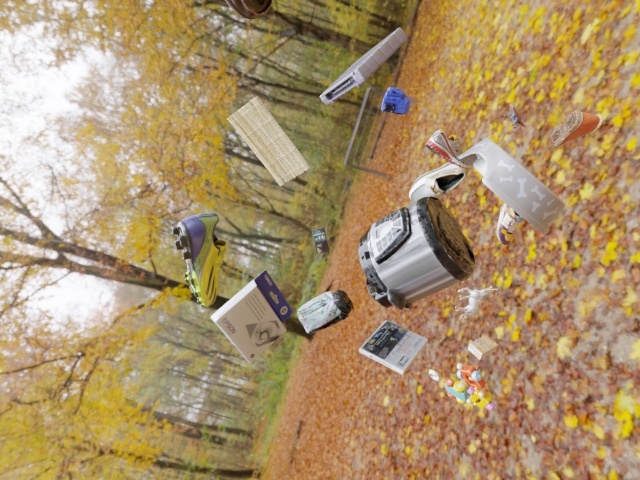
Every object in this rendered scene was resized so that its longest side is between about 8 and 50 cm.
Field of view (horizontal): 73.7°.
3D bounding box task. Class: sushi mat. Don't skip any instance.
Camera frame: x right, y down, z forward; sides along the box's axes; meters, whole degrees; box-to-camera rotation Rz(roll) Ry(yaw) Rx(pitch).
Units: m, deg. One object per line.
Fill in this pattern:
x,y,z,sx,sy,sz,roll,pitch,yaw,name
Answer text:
-0.183,-0.348,1.539,0.151,0.316,0.019,-29,21,27,sushi mat

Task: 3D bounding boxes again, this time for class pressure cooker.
0.356,0.069,1.727,0.420,0.375,0.370,-32,-11,33,pressure cooker

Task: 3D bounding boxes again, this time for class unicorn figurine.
0.553,0.212,1.539,0.060,0.111,0.162,-90,2,-53,unicorn figurine

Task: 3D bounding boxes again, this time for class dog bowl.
0.582,-0.176,1.292,0.102,0.349,0.349,-48,11,22,dog bowl

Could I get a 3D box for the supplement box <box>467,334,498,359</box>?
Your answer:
0.634,0.415,1.664,0.062,0.098,0.036,42,138,42,supplement box

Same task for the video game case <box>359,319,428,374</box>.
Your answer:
0.258,0.370,1.502,0.190,0.173,0.022,-34,-45,-44,video game case

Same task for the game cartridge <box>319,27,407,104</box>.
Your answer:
0.146,-0.610,1.528,0.230,0.068,0.355,-43,16,-12,game cartridge

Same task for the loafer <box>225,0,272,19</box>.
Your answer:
-0.159,-0.641,0.904,0.134,0.130,0.366,-57,-21,-22,loafer

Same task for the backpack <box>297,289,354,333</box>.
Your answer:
0.014,0.244,1.473,0.182,0.115,0.152,-30,-10,11,backpack

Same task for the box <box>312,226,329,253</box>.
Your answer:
0.000,0.000,1.638,0.083,0.052,0.062,-102,1,-51,box

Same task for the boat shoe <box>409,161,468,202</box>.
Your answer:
0.525,-0.257,1.931,0.302,0.113,0.103,-36,22,35,boat shoe

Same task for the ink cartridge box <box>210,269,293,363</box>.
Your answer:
-0.198,0.242,1.349,0.224,0.045,0.223,-43,-53,-20,ink cartridge box

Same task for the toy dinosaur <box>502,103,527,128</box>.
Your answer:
0.678,-0.435,1.482,0.047,0.090,0.082,-71,-20,-43,toy dinosaur

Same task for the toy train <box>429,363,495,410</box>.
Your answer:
0.315,0.304,0.924,0.046,0.125,0.166,-40,0,-24,toy train

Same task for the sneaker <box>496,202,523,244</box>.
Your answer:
0.787,-0.072,1.765,0.084,0.069,0.185,6,92,63,sneaker

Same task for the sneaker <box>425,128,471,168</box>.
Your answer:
0.500,-0.338,1.591,0.092,0.225,0.088,-59,32,12,sneaker

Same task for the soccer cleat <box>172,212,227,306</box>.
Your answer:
-0.275,0.056,1.047,0.121,0.093,0.289,-25,-41,-26,soccer cleat

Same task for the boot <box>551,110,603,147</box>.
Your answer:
0.710,-0.303,1.191,0.158,0.085,0.059,94,177,-78,boot

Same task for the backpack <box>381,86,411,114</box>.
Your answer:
0.331,-0.598,1.835,0.098,0.120,0.101,-68,-8,-45,backpack
